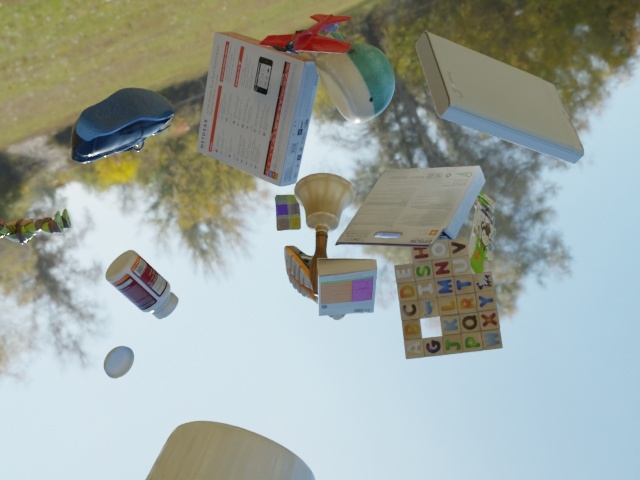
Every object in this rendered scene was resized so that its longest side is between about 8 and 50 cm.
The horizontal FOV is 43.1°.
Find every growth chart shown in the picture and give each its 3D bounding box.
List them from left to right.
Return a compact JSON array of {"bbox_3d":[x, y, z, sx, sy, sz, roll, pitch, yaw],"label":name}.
[{"bbox_3d":[0.412,-0.008,2.082,0.021,0.237,0.172,4,-165,-12],"label":"growth chart"}]

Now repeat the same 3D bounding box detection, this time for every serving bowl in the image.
[{"bbox_3d":[-0.489,0.289,1.947,0.027,0.083,0.083,21,-141,37],"label":"serving bowl"}]

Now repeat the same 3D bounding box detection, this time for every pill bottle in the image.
[{"bbox_3d":[-0.375,0.097,1.717,0.086,0.152,0.086,-30,-150,20],"label":"pill bottle"}]

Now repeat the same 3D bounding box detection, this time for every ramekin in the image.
[{"bbox_3d":[-0.140,0.394,1.257,0.277,0.277,0.135,-12,-136,37],"label":"ramekin"}]

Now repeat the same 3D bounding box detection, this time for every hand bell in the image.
[{"bbox_3d":[0.000,0.000,1.574,0.126,0.126,0.242,-15,-130,26],"label":"hand bell"}]

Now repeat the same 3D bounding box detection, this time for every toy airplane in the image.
[{"bbox_3d":[-0.010,-0.294,1.151,0.151,0.028,0.151,-5,-150,3],"label":"toy airplane"}]

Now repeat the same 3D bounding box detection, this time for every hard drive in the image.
[{"bbox_3d":[0.326,-0.257,1.466,0.307,0.203,0.040,14,136,-27],"label":"hard drive"}]

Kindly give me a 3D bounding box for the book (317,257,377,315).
[{"bbox_3d":[0.043,0.080,1.330,0.096,0.144,0.035,-2,-124,-2],"label":"book"}]

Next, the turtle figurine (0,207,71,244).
[{"bbox_3d":[-0.796,-0.034,2.169,0.217,0.087,0.269,-8,176,3],"label":"turtle figurine"}]

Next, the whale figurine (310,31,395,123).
[{"bbox_3d":[0.070,-0.384,1.816,0.141,0.216,0.272,-29,-137,-6],"label":"whale figurine"}]

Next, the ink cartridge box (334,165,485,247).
[{"bbox_3d":[0.168,-0.051,1.513,0.223,0.045,0.224,2,-136,41],"label":"ink cartridge box"}]

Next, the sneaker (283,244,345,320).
[{"bbox_3d":[0.002,0.076,1.626,0.083,0.084,0.215,-29,-128,-26],"label":"sneaker"}]

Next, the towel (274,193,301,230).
[{"bbox_3d":[-0.074,-0.063,1.833,0.060,0.083,0.009,0,-173,16],"label":"towel"}]

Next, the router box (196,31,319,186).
[{"bbox_3d":[-0.169,-0.350,2.134,0.301,0.336,0.082,25,-155,27],"label":"router box"}]

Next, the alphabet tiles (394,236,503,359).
[{"bbox_3d":[0.259,0.115,1.665,0.198,0.237,0.009,-8,168,8],"label":"alphabet tiles"}]

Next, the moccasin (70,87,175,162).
[{"bbox_3d":[-0.469,-0.269,1.869,0.117,0.137,0.342,-54,170,29],"label":"moccasin"}]
